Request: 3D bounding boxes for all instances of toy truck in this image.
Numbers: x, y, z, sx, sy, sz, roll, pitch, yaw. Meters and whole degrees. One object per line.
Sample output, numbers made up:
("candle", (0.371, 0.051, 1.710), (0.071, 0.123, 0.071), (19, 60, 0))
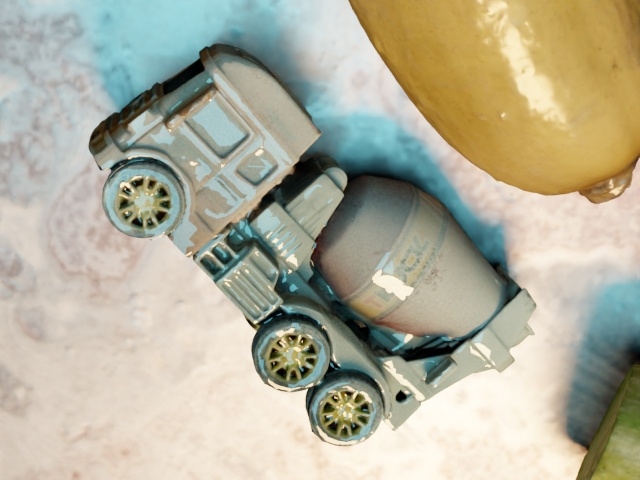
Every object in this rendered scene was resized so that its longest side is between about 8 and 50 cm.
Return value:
("toy truck", (0.000, 0.000, 0.589), (0.140, 0.108, 0.256), (-41, 106, 4))

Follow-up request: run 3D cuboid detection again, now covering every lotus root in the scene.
("lotus root", (0.074, -0.139, 0.502), (0.131, 0.146, 0.303), (-37, 113, -19))

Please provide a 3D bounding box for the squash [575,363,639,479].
("squash", (0.215, 0.150, 0.607), (0.123, 0.170, 0.170), (23, 113, 13))
